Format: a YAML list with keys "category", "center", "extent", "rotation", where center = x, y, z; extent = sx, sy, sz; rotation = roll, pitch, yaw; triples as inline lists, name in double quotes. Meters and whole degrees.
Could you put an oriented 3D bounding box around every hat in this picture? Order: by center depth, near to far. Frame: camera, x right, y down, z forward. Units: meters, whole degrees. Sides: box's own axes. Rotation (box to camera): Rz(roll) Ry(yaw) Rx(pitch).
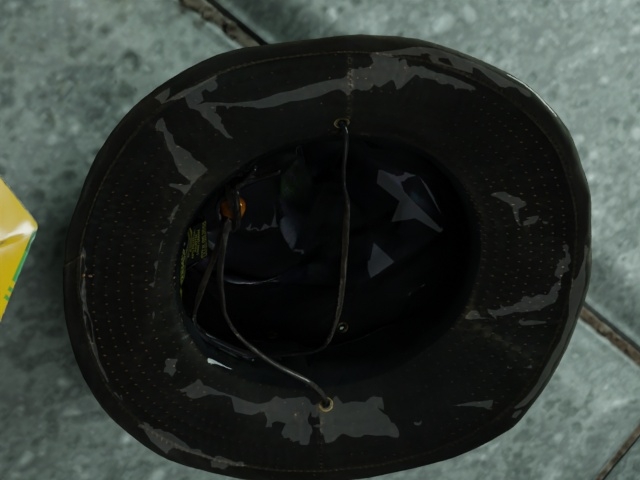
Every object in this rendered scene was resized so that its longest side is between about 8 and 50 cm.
- category: "hat"
  center: [0.000, 0.000, 1.239]
  extent: [0.331, 0.134, 0.331]
  rotation: [-3, 112, -8]

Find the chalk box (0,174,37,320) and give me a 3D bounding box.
- category: "chalk box"
  center: [-0.328, 0.019, 0.995]
  extent: [0.289, 0.179, 0.180]
  rotation: [-11, 131, 25]
